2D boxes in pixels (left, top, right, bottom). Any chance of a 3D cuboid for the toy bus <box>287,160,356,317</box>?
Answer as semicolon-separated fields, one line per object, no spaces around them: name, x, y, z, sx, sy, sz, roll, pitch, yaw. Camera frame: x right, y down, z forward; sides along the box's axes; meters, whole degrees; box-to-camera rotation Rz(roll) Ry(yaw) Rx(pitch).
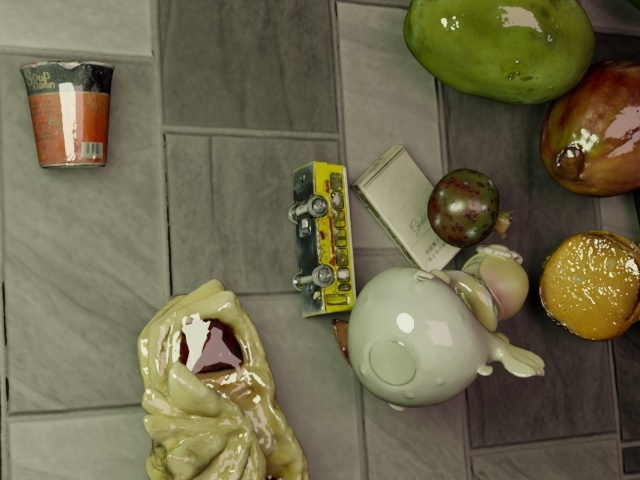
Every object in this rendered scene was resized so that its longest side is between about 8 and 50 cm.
toy bus;0.000;0.000;1.519;0.074;0.081;0.226;0;79;-31

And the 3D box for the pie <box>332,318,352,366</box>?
pie;0.095;0.166;1.563;0.170;0.034;0.092;3;77;-27

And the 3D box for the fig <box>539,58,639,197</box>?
fig;0.480;-0.184;1.708;0.263;0.224;0.224;-33;98;-5

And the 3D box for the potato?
potato;0.285;-0.325;1.624;0.304;0.216;0.216;16;75;-2

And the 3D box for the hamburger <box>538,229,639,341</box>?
hamburger;0.449;0.077;1.679;0.118;0.191;0.182;5;50;-59

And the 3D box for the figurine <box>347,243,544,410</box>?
figurine;0.222;0.120;1.517;0.394;0.274;0.227;-28;140;-53

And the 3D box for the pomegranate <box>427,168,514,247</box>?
pomegranate;0.228;-0.050;1.577;0.130;0.130;0.130;4;81;-26

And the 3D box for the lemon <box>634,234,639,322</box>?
lemon;0.603;0.077;1.751;0.173;0.173;0.206;-30;98;-27

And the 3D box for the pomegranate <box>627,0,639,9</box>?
pomegranate;0.653;-0.503;1.856;0.309;0.216;0.358;-30;126;-27

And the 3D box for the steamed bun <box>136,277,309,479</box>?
steamed bun;-0.134;0.275;1.348;0.247;0.189;0.428;-18;91;-25

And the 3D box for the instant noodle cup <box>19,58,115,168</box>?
instant noodle cup;-0.331;-0.165;1.358;0.127;0.127;0.136;-4;92;-27

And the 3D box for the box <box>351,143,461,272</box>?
box;0.146;-0.045;1.622;0.109;0.029;0.198;-44;104;-25

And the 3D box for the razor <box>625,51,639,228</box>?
razor;0.648;-0.172;1.819;0.204;0.113;0.349;-7;85;4
